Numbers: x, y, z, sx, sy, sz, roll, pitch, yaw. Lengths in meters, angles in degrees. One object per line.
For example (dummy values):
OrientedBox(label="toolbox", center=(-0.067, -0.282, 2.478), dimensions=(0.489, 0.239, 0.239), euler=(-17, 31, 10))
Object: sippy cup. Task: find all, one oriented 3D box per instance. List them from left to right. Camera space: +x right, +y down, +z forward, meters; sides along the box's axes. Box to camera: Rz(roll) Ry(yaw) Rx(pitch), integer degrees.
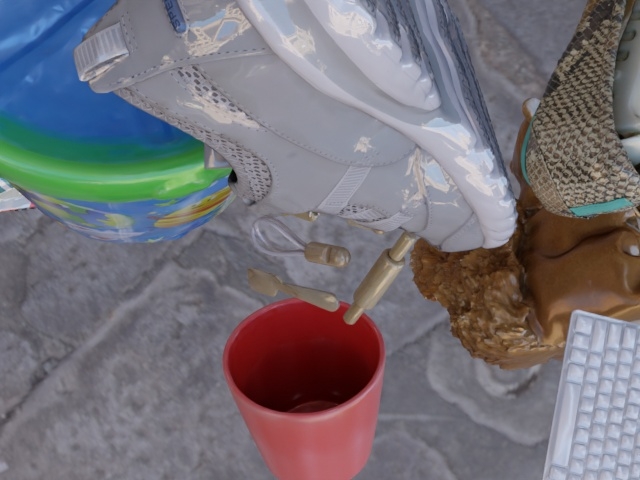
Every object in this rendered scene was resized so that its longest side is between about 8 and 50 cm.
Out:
OrientedBox(label="sippy cup", center=(-0.112, -0.104, 0.605), dimensions=(0.240, 0.224, 0.305), euler=(-42, 82, -16))

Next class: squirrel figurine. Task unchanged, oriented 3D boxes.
OrientedBox(label="squirrel figurine", center=(0.321, -0.015, 1.500), dimensions=(0.397, 0.281, 0.370), euler=(-14, 66, 1))

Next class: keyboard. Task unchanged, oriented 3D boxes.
OrientedBox(label="keyboard", center=(0.190, 0.180, 0.735), dimensions=(0.072, 0.014, 0.256), euler=(15, 78, -7))

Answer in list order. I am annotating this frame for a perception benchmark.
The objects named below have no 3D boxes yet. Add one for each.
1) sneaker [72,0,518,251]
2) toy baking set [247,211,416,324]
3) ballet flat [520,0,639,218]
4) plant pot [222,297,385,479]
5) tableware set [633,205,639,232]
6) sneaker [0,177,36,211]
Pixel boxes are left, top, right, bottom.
OrientedBox(label="sneaker", center=(0.005, -0.058, 0.454), dimensions=(0.115, 0.105, 0.281), euler=(-21, 155, 18))
OrientedBox(label="toy baking set", center=(0.005, 0.004, 1.249), dimensions=(0.030, 0.197, 0.256), euler=(-30, 155, -46))
OrientedBox(label="ballet flat", center=(0.339, -0.242, 0.994), dimensions=(0.164, 0.182, 0.482), euler=(28, 75, -32))
OrientedBox(label="plant pot", center=(-0.017, 0.273, 1.764), dimensions=(0.275, 0.275, 0.243), euler=(-24, 132, -20))
OrientedBox(label="tableware set", center=(0.363, -0.067, 1.273), dimensions=(0.039, 0.128, 0.194), euler=(-34, 153, 19))
OrientedBox(label="sneaker", center=(-0.335, -0.063, 1.041), dimensions=(0.161, 0.057, 0.075), euler=(-16, 111, -37))
